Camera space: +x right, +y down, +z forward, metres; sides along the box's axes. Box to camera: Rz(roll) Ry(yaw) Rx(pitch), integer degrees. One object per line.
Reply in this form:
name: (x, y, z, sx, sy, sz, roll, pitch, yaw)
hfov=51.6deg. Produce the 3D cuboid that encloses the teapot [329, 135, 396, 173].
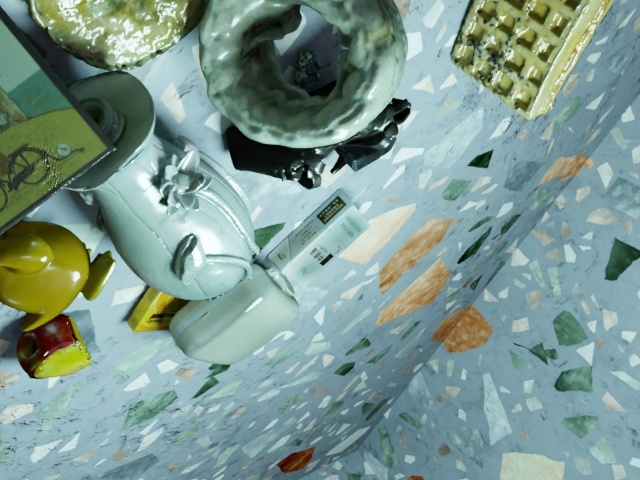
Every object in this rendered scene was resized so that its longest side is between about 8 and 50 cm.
teapot: (0.094, -0.202, 1.470, 0.177, 0.087, 0.096, -32, 155, -18)

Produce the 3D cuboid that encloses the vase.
vase: (-0.263, -0.065, 1.065, 0.250, 0.250, 0.445, -39, 152, -6)

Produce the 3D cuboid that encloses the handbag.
handbag: (-0.003, -0.191, 1.195, 0.285, 0.257, 0.113, -28, 118, -21)

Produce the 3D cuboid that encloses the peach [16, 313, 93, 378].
peach: (-0.507, 0.201, 1.278, 0.127, 0.092, 0.172, -38, 164, 4)

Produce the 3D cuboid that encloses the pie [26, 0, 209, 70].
pie: (-0.250, -0.344, 0.867, 0.274, 0.055, 0.274, -31, 150, -20)

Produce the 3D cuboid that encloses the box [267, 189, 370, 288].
box: (0.000, 0.000, 1.654, 0.243, 0.067, 0.155, -42, 150, 1)

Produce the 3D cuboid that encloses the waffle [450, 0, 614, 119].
waffle: (0.438, -0.461, 1.345, 0.114, 0.261, 0.376, -28, 150, -34)

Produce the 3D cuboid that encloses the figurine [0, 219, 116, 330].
figurine: (-0.451, 0.024, 0.988, 0.215, 0.215, 0.228, -39, 121, -5)

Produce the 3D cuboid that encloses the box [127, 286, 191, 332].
box: (-0.292, 0.090, 1.437, 0.269, 0.043, 0.152, -52, 151, 19)

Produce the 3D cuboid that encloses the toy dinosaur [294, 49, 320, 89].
toy dinosaur: (-0.027, -0.311, 1.218, 0.047, 0.030, 0.083, -26, 147, -25)

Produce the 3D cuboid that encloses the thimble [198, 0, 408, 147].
thimble: (-0.023, -0.286, 0.975, 0.291, 0.291, 0.195, -59, 176, 29)

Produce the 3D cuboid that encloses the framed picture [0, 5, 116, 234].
framed picture: (-0.436, -0.160, 0.757, 0.244, 0.013, 0.324, -38, 119, -7)

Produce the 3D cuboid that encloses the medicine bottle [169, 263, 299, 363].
medicine bottle: (-0.188, 0.183, 1.556, 0.282, 0.123, 0.375, -39, 163, -1)
